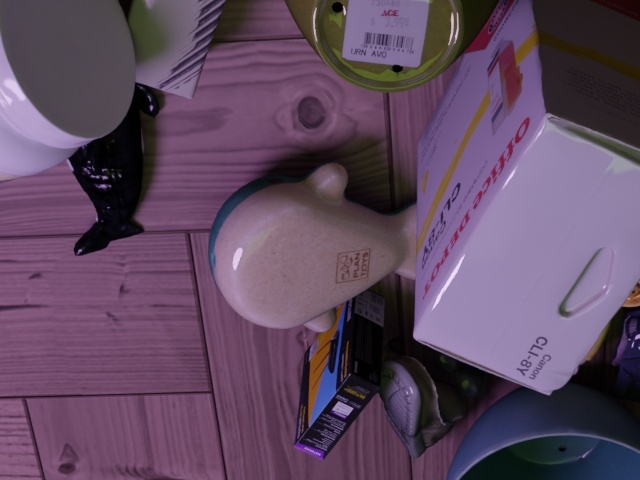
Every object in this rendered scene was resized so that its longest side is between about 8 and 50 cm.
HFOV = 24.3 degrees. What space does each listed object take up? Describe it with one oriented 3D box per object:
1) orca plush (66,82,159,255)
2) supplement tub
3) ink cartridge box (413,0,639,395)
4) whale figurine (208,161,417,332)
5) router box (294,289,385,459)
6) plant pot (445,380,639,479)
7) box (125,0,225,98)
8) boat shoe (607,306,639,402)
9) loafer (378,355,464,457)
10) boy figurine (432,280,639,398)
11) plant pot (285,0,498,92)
[{"bbox_3d":[-0.267,-0.096,1.681,0.151,0.102,0.287,9,124,-2],"label":"orca plush"},{"bbox_3d":[-0.377,-0.165,1.524,0.325,0.235,0.235,-12,123,31],"label":"supplement tub"},{"bbox_3d":[0.219,-0.081,1.490,0.160,0.384,0.279,21,122,-10],"label":"ink cartridge box"},{"bbox_3d":[0.000,0.000,1.730,0.272,0.141,0.216,-8,118,-20],"label":"whale figurine"},{"bbox_3d":[0.024,0.156,1.782,0.046,0.179,0.133,27,121,-13],"label":"router box"},{"bbox_3d":[0.291,0.286,1.841,0.290,0.195,0.290,2,123,3],"label":"plant pot"},{"bbox_3d":[-0.132,-0.295,1.538,0.094,0.113,0.275,17,124,-9],"label":"box"},{"bbox_3d":[0.440,0.099,1.716,0.158,0.127,0.340,14,138,3],"label":"boat shoe"},{"bbox_3d":[0.123,0.190,1.815,0.087,0.094,0.251,-32,160,-7],"label":"loafer"},{"bbox_3d":[0.280,0.088,1.776,0.285,0.092,0.177,-27,115,24],"label":"boy figurine"},{"bbox_3d":[0.070,-0.268,1.432,0.275,0.293,0.274,2,124,2],"label":"plant pot"}]
